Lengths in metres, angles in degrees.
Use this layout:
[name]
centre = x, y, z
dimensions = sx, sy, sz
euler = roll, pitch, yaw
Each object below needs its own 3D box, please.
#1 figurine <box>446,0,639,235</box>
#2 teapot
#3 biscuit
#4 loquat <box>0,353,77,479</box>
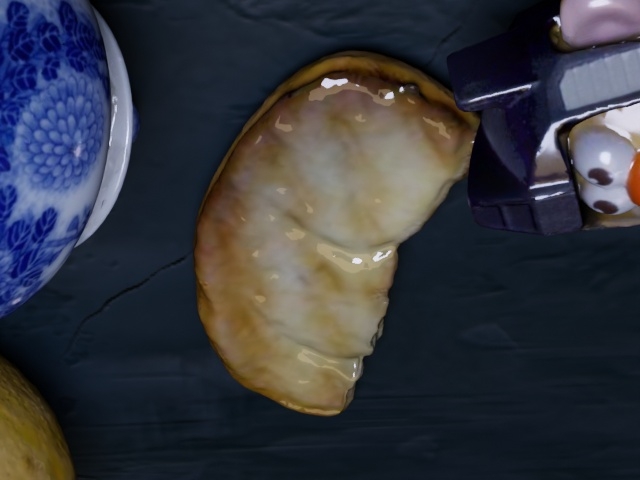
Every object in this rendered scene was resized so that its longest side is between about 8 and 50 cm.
[figurine]
centre = 0.216, -0.086, 0.974
dimensions = 0.309, 0.143, 0.308
euler = 2, 115, 4
[teapot]
centre = -0.209, -0.069, 0.959
dimensions = 0.280, 0.252, 0.424
euler = -1, 127, -49
[biscuit]
centre = -0.004, 0.000, 1.119
dimensions = 0.154, 0.045, 0.299
euler = 15, 130, -13
[loquat]
centre = -0.285, 0.156, 1.152
dimensions = 0.244, 0.244, 0.244
euler = 1, 131, 1
